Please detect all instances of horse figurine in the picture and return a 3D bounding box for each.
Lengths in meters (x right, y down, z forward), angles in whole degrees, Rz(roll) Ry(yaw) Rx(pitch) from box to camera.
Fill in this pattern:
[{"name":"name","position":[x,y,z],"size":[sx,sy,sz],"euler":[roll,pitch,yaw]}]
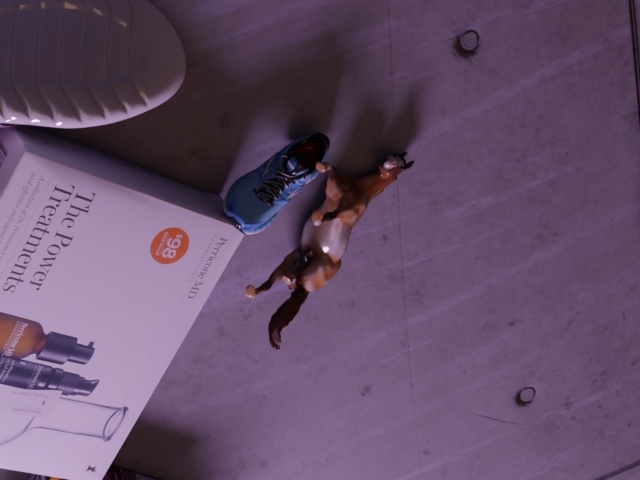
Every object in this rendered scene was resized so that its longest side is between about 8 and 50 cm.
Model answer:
[{"name":"horse figurine","position":[0.000,0.000,1.315],"size":[0.263,0.066,0.174],"euler":[-62,162,14]}]

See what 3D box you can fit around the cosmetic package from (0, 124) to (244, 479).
[{"name":"cosmetic package","position":[-0.297,0.083,1.237],"size":[0.284,0.097,0.377],"euler":[19,108,-39]}]

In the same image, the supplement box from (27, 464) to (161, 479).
[{"name":"supplement box","position":[-0.283,0.348,1.405],"size":[0.188,0.081,0.104],"euler":[25,105,-28]}]

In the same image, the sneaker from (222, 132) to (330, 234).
[{"name":"sneaker","position":[-0.048,-0.073,1.249],"size":[0.063,0.073,0.162],"euler":[44,61,-2]}]

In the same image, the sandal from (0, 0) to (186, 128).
[{"name":"sandal","position":[-0.343,-0.178,1.105],"size":[0.416,0.102,0.169],"euler":[-10,86,-25]}]
